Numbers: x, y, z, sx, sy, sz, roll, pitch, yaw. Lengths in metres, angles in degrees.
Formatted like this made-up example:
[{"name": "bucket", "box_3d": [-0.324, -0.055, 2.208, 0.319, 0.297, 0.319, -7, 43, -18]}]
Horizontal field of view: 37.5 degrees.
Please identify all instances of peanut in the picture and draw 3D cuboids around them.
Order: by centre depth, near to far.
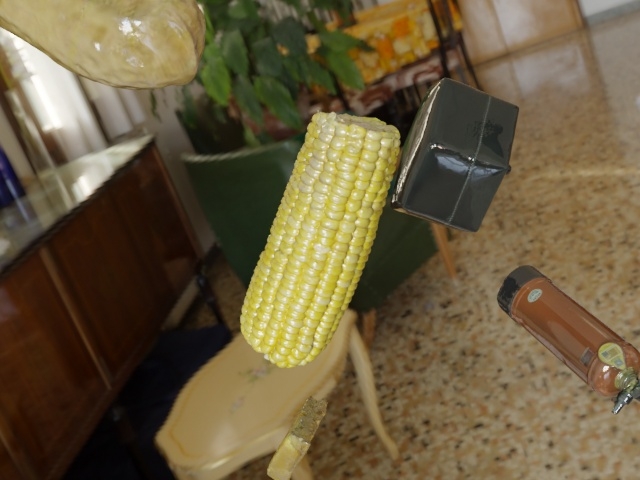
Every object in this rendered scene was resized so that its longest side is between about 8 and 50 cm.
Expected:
[{"name": "peanut", "box_3d": [-0.172, -0.174, 0.630, 0.095, 0.226, 0.108, -48, -14, -28]}]

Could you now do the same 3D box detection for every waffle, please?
[{"name": "waffle", "box_3d": [-0.008, 0.190, 1.011, 0.125, 0.032, 0.191, -55, -5, -30]}]

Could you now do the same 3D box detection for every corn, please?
[{"name": "corn", "box_3d": [0.000, 0.000, 0.844, 0.093, 0.244, 0.093, 19, 23, -8]}]

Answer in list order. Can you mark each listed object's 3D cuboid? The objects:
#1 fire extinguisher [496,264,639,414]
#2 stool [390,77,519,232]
[{"name": "fire extinguisher", "box_3d": [0.213, 0.078, 0.765, 0.062, 0.050, 0.177, -55, 36, 8]}, {"name": "stool", "box_3d": [0.204, -0.127, 1.447, 0.141, 0.232, 0.232, 18, 20, -4]}]
